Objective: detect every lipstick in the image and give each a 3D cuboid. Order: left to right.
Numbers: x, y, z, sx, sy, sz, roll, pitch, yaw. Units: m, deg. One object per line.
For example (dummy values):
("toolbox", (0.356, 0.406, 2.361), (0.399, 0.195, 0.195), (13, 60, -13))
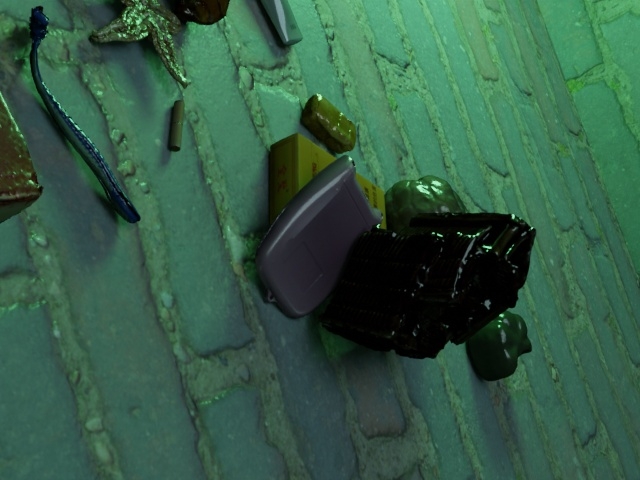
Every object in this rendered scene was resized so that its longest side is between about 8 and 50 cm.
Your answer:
("lipstick", (-0.233, -0.187, 1.476), (0.019, 0.019, 0.094), (31, 48, -42))

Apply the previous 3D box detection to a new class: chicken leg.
("chicken leg", (-0.244, -0.520, 1.603), (0.113, 0.093, 0.304), (-11, 75, -43))

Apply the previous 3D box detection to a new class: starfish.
("starfish", (-0.304, -0.389, 1.469), (0.231, 0.048, 0.295), (3, 68, -54))

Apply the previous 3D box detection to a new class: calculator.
("calculator", (0.001, 0.000, 1.573), (0.294, 0.043, 0.194), (-49, 129, -25))

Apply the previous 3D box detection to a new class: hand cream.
("hand cream", (-0.107, -0.512, 1.819), (0.079, 0.048, 0.255), (-39, 106, -53))

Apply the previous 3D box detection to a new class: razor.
("razor", (-0.346, -0.164, 1.283), (0.056, 0.093, 0.324), (-27, 100, -16))

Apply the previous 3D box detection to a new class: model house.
("model house", (0.184, 0.117, 1.580), (0.282, 0.317, 0.297), (-30, 118, -44))

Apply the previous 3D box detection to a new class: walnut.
("walnut", (0.212, -0.018, 1.845), (0.224, 0.224, 0.224), (31, 48, -42))

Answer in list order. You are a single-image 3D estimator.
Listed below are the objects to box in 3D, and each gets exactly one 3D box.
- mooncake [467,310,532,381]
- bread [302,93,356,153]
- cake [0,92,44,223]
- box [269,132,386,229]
("mooncake", (0.411, 0.241, 2.065), (0.168, 0.104, 0.175), (51, 40, -33))
("bread", (0.019, -0.234, 1.827), (0.132, 0.053, 0.074), (41, 42, -32))
("cake", (-0.457, -0.125, 1.005), (0.159, 0.158, 0.262), (-28, 93, -58))
("box", (0.019, -0.064, 1.710), (0.274, 0.076, 0.174), (29, 48, -43))
